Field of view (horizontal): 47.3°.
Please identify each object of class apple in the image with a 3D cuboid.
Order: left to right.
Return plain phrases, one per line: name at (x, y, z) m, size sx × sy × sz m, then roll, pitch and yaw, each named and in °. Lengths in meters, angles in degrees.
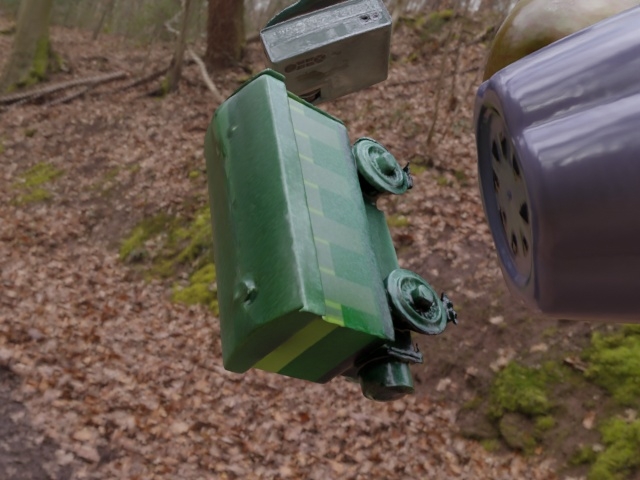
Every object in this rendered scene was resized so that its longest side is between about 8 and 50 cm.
apple at (0.323, -0.194, 0.907) m, size 0.264 × 0.264 × 0.264 m, roll 21°, pitch 3°, yaw -1°

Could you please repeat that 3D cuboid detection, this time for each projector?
projector at (0.007, -0.223, 0.875) m, size 0.147 × 0.061 × 0.115 m, roll -19°, pitch -23°, yaw -6°

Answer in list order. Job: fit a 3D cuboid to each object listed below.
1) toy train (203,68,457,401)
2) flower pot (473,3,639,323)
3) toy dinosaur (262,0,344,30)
toy train at (0.000, 0.000, 0.663) m, size 0.202 × 0.120 × 0.301 m, roll 21°, pitch 43°, yaw -36°
flower pot at (0.247, -0.057, 0.529) m, size 0.243 × 0.265 × 0.265 m, roll -10°, pitch 0°, yaw 5°
toy dinosaur at (0.108, -0.461, 1.195) m, size 0.330 × 0.384 × 0.129 m, roll 10°, pitch 41°, yaw -15°
